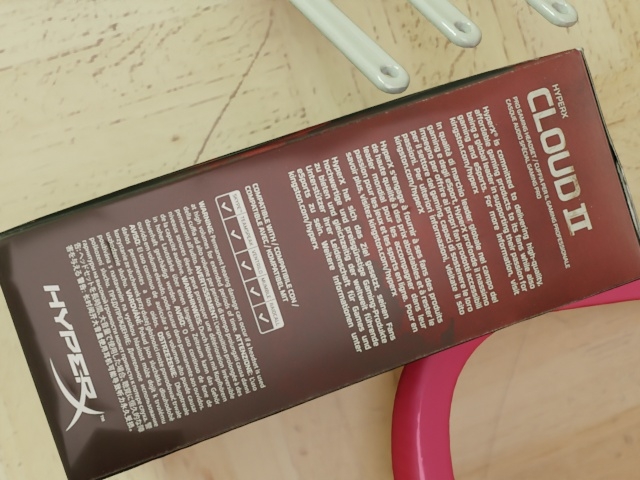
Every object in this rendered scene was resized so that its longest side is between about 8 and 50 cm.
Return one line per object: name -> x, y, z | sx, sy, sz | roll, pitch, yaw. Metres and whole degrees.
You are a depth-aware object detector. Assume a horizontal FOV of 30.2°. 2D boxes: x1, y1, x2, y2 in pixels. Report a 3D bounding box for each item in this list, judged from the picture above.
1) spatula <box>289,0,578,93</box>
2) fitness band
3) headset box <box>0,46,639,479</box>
spatula -> 0.012, -0.170, 0.612 | 0.168, 0.019, 0.242 | -23, 56, -34
fitness band -> 0.183, 0.113, 0.689 | 0.290, 0.054, 0.209 | -4, 86, -18
headset box -> 0.000, 0.000, 0.587 | 0.293, 0.218, 0.110 | -19, 95, -10
